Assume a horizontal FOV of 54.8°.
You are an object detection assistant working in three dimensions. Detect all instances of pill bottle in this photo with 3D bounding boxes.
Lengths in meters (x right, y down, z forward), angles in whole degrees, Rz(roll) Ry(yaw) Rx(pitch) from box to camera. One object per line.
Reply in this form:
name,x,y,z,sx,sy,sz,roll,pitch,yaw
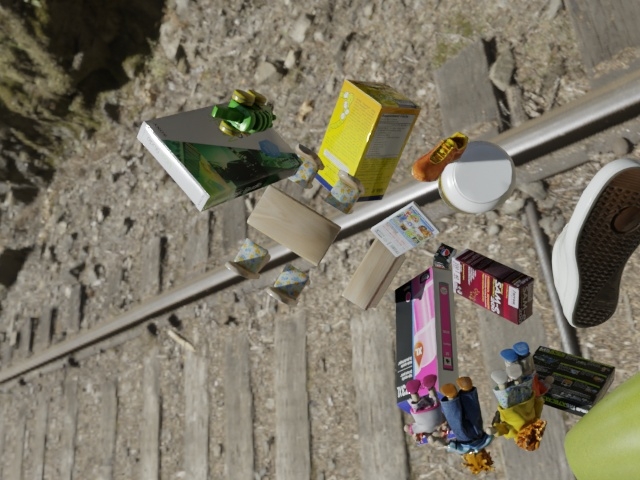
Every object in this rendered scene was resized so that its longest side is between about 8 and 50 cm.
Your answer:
pill bottle,0.413,-0.165,1.645,0.187,0.334,0.188,0,91,8

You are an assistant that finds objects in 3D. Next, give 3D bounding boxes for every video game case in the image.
video game case,0.178,-0.022,1.302,0.122,0.087,0.011,-33,18,37

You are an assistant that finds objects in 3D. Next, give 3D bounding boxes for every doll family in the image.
doll family,0.267,0.291,0.999,0.262,0.163,0.118,-19,21,4

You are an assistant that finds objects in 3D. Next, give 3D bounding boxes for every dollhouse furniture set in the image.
dollhouse furniture set,0.000,0.000,1.532,0.394,0.256,0.362,31,89,11

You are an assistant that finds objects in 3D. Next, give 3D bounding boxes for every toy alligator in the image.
toy alligator,-0.086,-0.170,0.846,0.051,0.189,0.056,32,109,10

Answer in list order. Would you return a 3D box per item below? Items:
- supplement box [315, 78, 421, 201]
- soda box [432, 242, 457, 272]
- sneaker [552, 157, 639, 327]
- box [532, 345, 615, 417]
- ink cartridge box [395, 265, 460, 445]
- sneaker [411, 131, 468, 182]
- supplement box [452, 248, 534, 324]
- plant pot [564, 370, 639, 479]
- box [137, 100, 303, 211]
supplement box,0.145,-0.325,2.047,0.195,0.194,0.357,45,127,35
soda box,0.383,0.082,1.922,0.053,0.169,0.060,25,64,22
sneaker,0.376,-0.011,0.871,0.123,0.105,0.290,-97,2,-47
box,0.588,0.338,1.497,0.190,0.184,0.045,12,116,37
ink cartridge box,0.238,0.259,1.393,0.176,0.069,0.371,136,139,-56
sneaker,0.248,-0.179,1.294,0.064,0.175,0.067,35,141,17
supplement box,0.491,0.129,1.771,0.239,0.073,0.130,28,137,46
plant pot,0.650,0.399,1.228,0.293,0.274,0.275,-42,52,40
box,-0.219,-0.207,1.414,0.232,0.322,0.058,47,132,12
